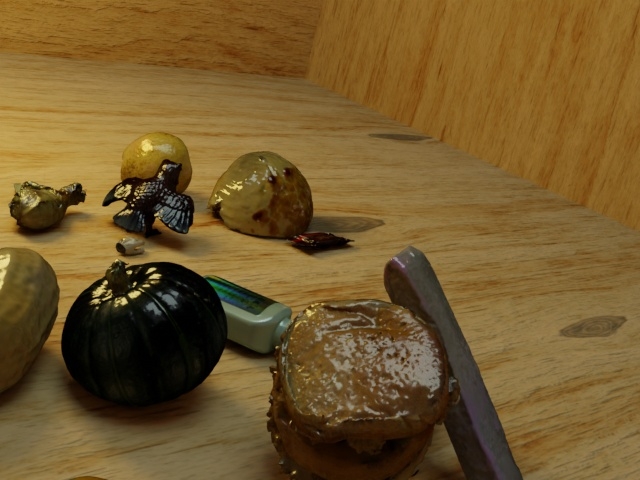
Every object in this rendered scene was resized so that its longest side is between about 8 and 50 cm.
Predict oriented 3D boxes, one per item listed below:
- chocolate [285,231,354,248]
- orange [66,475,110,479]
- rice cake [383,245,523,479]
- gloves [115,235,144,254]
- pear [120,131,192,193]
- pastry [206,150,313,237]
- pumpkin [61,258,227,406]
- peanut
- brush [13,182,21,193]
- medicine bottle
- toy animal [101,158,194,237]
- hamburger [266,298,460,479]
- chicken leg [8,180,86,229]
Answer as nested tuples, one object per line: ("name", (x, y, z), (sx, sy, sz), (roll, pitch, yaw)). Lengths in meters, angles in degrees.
("chocolate", (0.000, 0.000, 2.121), (0.086, 0.028, 0.182), (18, 17, 34))
("orange", (-0.245, 0.315, 0.933), (0.156, 0.124, 0.156), (15, 17, -5))
("rice cake", (0.187, 0.198, 1.296), (0.064, 0.399, 0.070), (-26, -4, 40))
("gloves", (-0.383, 0.012, 1.818), (0.044, 0.037, 0.081), (54, 21, 4))
("pear", (-0.393, -0.174, 2.155), (0.178, 0.178, 0.178), (13, 19, -4))
("pastry", (-0.131, -0.122, 2.158), (0.237, 0.170, 0.256), (15, 24, 11))
("pumpkin", (-0.264, 0.125, 1.330), (0.250, 0.216, 0.250), (-19, 20, 7))
("peanut", (-0.473, 0.118, 1.276), (0.174, 0.158, 0.340), (31, 19, -16))
("brush", (-0.655, -0.101, 1.967), (0.016, 0.013, 0.083), (-2, 32, -26))
("medicine bottle", (-0.124, 0.135, 1.574), (0.229, 0.083, 0.121), (20, 18, 21))
("toy animal", (-0.356, -0.095, 1.917), (0.219, 0.179, 0.116), (20, -6, 20))
("hamburger", (0.040, 0.211, 1.196), (0.245, 0.211, 0.260), (29, 61, 20))
("chicken leg", (-0.566, -0.082, 1.867), (0.103, 0.088, 0.227), (5, 21, 13))
